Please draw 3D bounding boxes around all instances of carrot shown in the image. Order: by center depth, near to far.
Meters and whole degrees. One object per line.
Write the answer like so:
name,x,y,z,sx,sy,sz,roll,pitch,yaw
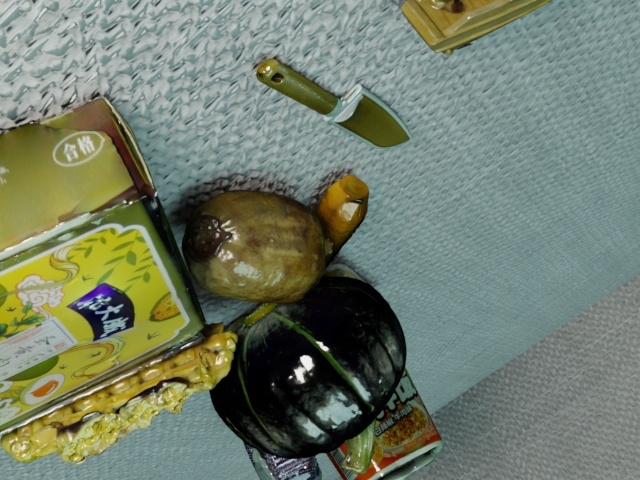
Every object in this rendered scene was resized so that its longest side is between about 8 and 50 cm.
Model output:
carrot,0.000,0.000,1.204,0.070,0.070,0.260,-13,152,-35

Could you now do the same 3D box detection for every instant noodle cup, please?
instant noodle cup,0.090,0.356,1.692,0.294,0.308,0.294,-25,156,-12

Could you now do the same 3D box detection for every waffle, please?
waffle,-0.266,0.196,1.072,0.307,0.060,0.312,-6,-157,45

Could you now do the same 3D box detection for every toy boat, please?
toy boat,0.227,-0.308,0.843,0.310,0.089,0.115,-30,165,-3

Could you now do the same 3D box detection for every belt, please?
belt,-0.093,0.437,1.690,0.122,0.260,0.325,-24,145,-19

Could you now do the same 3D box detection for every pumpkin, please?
pumpkin,0.006,0.198,1.163,0.295,0.296,0.296,-25,155,-13

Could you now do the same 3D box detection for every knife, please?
knife,0.035,-0.162,0.982,0.061,0.027,0.343,-43,153,16

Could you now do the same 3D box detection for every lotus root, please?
lotus root,-0.068,0.010,1.056,0.128,0.145,0.260,5,178,37

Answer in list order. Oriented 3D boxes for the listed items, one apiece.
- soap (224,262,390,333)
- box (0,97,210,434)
soap,-0.004,0.172,1.454,0.259,0.143,0.281,-34,151,9
box,-0.351,0.076,0.855,0.420,0.138,0.373,-26,155,-12
